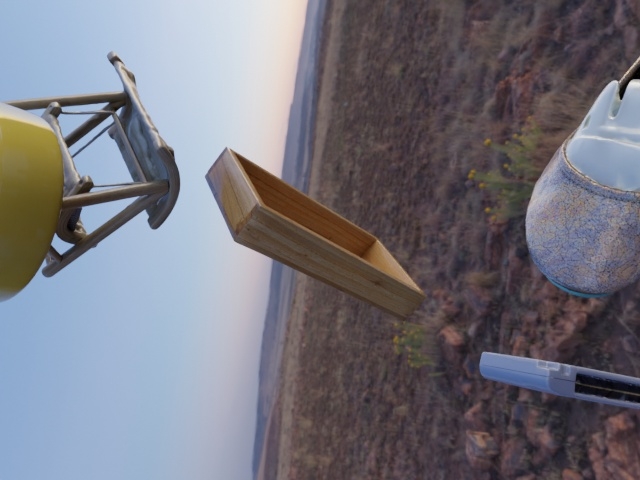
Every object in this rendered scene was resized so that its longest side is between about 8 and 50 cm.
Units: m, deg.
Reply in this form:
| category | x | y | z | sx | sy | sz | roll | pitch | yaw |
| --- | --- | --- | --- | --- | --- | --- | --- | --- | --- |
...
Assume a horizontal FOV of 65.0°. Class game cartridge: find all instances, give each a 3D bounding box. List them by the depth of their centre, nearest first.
| category | x | y | z | sx | sy | sz | roll | pitch | yaw |
| --- | --- | --- | --- | --- | --- | --- | --- | --- | --- |
| game cartridge | 0.446 | 0.249 | 0.892 | 0.196 | 0.294 | 0.060 | 171 | 112 | -72 |

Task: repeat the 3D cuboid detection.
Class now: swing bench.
| category | x | y | z | sx | sy | sz | roll | pitch | yaw |
| --- | --- | --- | --- | --- | --- | --- | --- | --- | --- |
| swing bench | -0.369 | -0.125 | 0.790 | 0.253 | 0.254 | 0.165 | 57 | 166 | 31 |

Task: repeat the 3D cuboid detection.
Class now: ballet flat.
| category | x | y | z | sx | sy | sz | roll | pitch | yaw |
| --- | --- | --- | --- | --- | --- | --- | --- | --- | --- |
| ballet flat | 0.253 | -0.092 | 0.396 | 0.316 | 0.107 | 0.106 | -46 | -36 | -31 |

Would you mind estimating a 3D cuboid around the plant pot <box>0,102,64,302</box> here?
| category | x | y | z | sx | sy | sz | roll | pitch | yaw |
| --- | --- | --- | --- | --- | --- | --- | --- | --- | --- |
| plant pot | -0.474 | -0.061 | 0.571 | 0.239 | 0.253 | 0.254 | 15 | -99 | -55 |

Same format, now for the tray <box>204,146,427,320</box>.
| category | x | y | z | sx | sy | sz | roll | pitch | yaw |
| --- | --- | --- | --- | --- | --- | --- | --- | --- | --- |
| tray | 0.000 | 0.000 | 0.896 | 0.076 | 0.410 | 0.203 | -51 | 40 | 14 |
